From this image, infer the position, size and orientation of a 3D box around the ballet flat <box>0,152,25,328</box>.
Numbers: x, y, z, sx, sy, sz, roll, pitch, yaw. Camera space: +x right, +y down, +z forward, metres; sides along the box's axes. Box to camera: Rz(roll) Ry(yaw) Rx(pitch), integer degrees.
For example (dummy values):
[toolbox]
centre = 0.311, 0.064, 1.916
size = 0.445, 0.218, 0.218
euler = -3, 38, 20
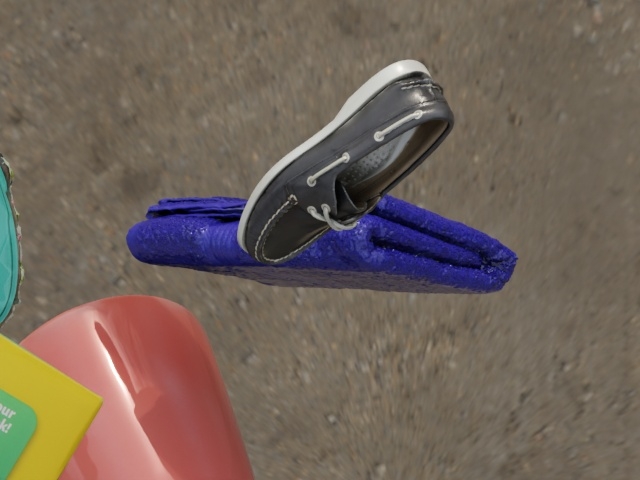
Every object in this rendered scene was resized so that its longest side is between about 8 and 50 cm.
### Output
[ballet flat]
centre = -0.244, -0.057, 0.976
size = 0.091, 0.077, 0.241
euler = -23, 103, -27

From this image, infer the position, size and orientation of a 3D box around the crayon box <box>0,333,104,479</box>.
[crayon box]
centre = -0.403, 0.163, 1.259
size = 0.363, 0.106, 0.313
euler = 36, 74, -27

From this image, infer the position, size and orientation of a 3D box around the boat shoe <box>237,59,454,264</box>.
[boat shoe]
centre = 0.012, -0.028, 0.751
size = 0.125, 0.046, 0.038
euler = -43, 54, 17

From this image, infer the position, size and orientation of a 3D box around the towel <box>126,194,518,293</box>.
[towel]
centre = 0.000, 0.000, 1.513
size = 0.308, 0.228, 0.076
euler = 1, 83, 43

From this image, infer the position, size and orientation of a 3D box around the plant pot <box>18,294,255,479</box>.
[plant pot]
centre = -0.196, 0.236, 1.722
size = 0.275, 0.275, 0.243
euler = -31, 51, -3
